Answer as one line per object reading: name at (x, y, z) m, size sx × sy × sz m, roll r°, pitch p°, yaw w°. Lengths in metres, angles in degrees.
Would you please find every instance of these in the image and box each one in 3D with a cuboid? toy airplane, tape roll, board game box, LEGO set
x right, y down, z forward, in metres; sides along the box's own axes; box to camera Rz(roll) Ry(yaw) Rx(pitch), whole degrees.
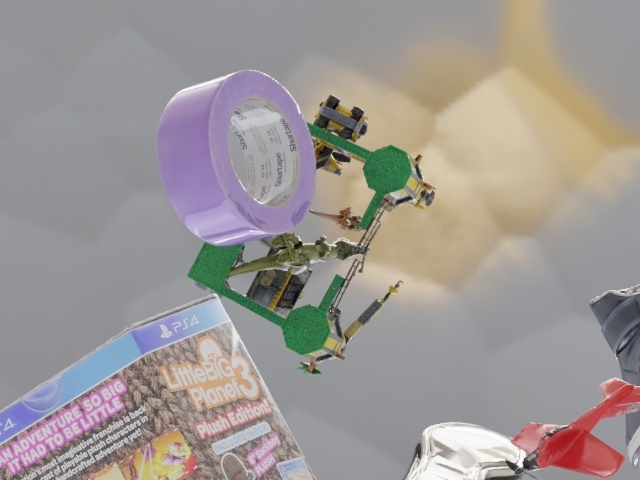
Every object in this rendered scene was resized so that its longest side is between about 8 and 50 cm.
toy airplane at (0.222, 0.156, 1.608) m, size 0.028 × 0.151 × 0.151 m, roll 68°, pitch 22°, yaw -17°
tape roll at (-0.092, -0.092, 2.168) m, size 0.189 × 0.080 × 0.189 m, roll 19°, pitch 66°, yaw -49°
board game box at (-0.139, 0.235, 1.697) m, size 0.141 × 0.232 × 0.291 m, roll -20°, pitch 80°, yaw -59°
LEGO set at (0.000, 0.000, 2.417) m, size 0.331 × 0.255 × 0.192 m, roll -70°, pitch 159°, yaw -6°

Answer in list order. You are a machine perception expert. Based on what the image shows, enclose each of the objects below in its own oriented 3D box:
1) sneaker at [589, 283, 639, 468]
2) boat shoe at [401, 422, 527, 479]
sneaker at (0.358, 0.141, 2.131) m, size 0.226 × 0.086 × 0.163 m, roll 92°, pitch -23°, yaw -55°
boat shoe at (0.131, 0.265, 1.963) m, size 0.335 × 0.112 × 0.095 m, roll -27°, pitch 138°, yaw -73°
